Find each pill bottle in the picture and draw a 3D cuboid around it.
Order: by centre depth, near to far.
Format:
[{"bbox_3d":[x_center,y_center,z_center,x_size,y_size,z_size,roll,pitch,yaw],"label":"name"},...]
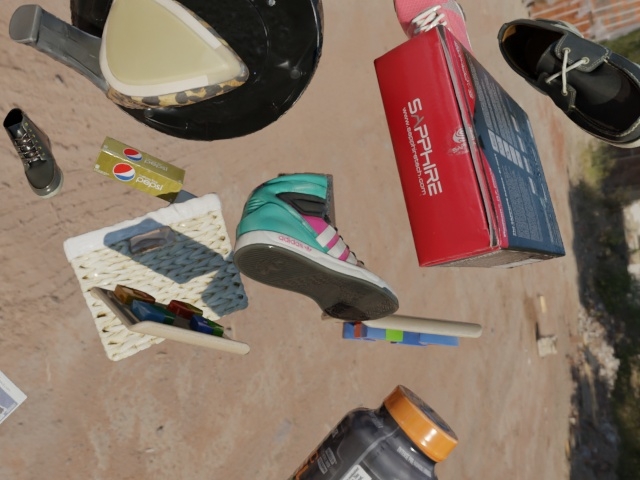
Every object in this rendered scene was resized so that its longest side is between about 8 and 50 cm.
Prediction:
[{"bbox_3d":[0.039,0.276,0.593,0.245,0.130,0.130,-48,139,1],"label":"pill bottle"}]

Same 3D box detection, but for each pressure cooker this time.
[{"bbox_3d":[-0.191,-0.413,0.903,0.376,0.370,0.420,10,44,-21],"label":"pressure cooker"}]

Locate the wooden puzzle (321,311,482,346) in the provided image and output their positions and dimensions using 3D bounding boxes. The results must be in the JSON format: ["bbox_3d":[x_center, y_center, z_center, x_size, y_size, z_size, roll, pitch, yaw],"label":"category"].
[{"bbox_3d":[0.194,0.234,1.419,0.322,0.348,0.080,8,82,-15],"label":"wooden puzzle"}]

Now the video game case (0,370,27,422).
[{"bbox_3d":[-0.853,0.397,1.313,0.201,0.023,0.183,-52,123,-38],"label":"video game case"}]

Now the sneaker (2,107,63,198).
[{"bbox_3d":[-0.684,-0.203,1.276,0.222,0.083,0.118,58,-8,28],"label":"sneaker"}]

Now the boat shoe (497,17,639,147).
[{"bbox_3d":[0.270,-0.176,0.585,0.079,0.084,0.233,7,39,-24],"label":"boat shoe"}]

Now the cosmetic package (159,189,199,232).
[{"bbox_3d":[-0.454,-0.019,1.857,0.153,0.129,0.296,-60,176,-31],"label":"cosmetic package"}]

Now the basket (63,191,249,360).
[{"bbox_3d":[-0.359,0.086,1.229,0.328,0.331,0.266,-20,87,-20],"label":"basket"}]

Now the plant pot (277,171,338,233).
[{"bbox_3d":[-0.036,-0.068,1.216,0.167,0.167,0.165,-18,111,-60],"label":"plant pot"}]

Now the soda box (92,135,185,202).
[{"bbox_3d":[-0.390,-0.152,1.178,0.181,0.061,0.058,23,35,-24],"label":"soda box"}]

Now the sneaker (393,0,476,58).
[{"bbox_3d":[0.231,-0.363,1.008,0.313,0.116,0.136,62,22,2],"label":"sneaker"}]

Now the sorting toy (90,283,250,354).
[{"bbox_3d":[-0.231,0.116,0.837,0.193,0.208,0.038,23,84,-40],"label":"sorting toy"}]

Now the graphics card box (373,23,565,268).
[{"bbox_3d":[0.206,-0.084,0.681,0.371,0.094,0.232,3,73,-56],"label":"graphics card box"}]

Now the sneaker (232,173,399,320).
[{"bbox_3d":[0.000,0.000,0.791,0.295,0.124,0.178,30,44,-39],"label":"sneaker"}]

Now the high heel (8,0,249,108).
[{"bbox_3d":[-0.141,-0.162,0.532,0.186,0.261,0.093,15,93,-65],"label":"high heel"}]
